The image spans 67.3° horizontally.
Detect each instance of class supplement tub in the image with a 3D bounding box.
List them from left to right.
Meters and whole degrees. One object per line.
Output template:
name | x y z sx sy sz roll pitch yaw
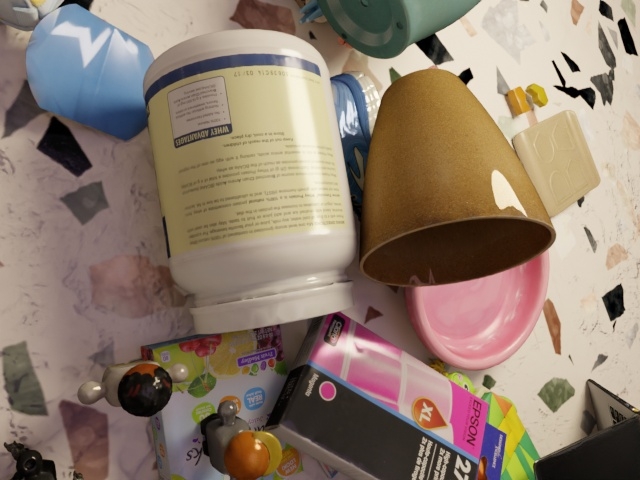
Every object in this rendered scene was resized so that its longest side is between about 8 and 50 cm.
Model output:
supplement tub | -0.082 -0.062 0.608 0.236 0.235 0.324 -7 85 -33

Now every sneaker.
sneaker | 0.048 -0.100 0.781 0.147 0.130 0.329 -21 89 -19

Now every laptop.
laptop | 0.517 0.518 0.922 0.237 0.408 0.381 -11 86 10

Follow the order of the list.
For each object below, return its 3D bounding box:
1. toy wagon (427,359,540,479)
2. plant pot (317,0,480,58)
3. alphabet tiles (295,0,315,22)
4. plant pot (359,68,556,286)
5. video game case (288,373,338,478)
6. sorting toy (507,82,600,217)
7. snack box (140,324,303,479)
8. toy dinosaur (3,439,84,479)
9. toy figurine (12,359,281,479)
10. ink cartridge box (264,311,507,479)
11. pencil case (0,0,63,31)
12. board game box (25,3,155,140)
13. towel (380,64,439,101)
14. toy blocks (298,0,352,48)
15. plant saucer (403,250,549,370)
toy wagon | 0.281 0.359 0.807 0.267 0.068 0.344 -18 80 -52
plant pot | 0.135 -0.429 0.730 0.271 0.272 0.255 45 76 -18
alphabet tiles | 0.034 -0.554 0.904 0.285 0.011 0.342 51 60 -14
plant pot | 0.154 -0.092 0.649 0.237 0.237 0.254 9 63 -31
video game case | 0.014 0.258 0.741 0.119 0.015 0.166 -35 100 -31
sorting toy | 0.548 -0.231 1.154 0.229 0.041 0.307 -26 95 -28
snack box | -0.126 0.222 0.628 0.175 0.070 0.206 -8 87 -33
toy dinosaur | -0.316 0.292 0.506 0.268 0.064 0.118 38 67 -26
toy figurine | -0.170 0.232 0.472 0.213 0.148 0.209 44 64 -16
ink cartridge box | 0.122 0.261 0.662 0.371 0.069 0.175 34 54 -11
pencil case | -0.321 -0.384 0.590 0.124 0.114 0.273 39 63 -26
board game box | -0.289 -0.211 0.616 0.169 0.033 0.133 17 86 -51
towel | 0.237 -0.158 0.946 0.237 0.037 0.328 -40 104 -33
toy blocks | 0.035 -0.387 0.836 0.123 0.054 0.148 50 60 -15
plant saucer | 0.274 0.062 0.868 0.333 0.084 0.331 -2 94 -29
